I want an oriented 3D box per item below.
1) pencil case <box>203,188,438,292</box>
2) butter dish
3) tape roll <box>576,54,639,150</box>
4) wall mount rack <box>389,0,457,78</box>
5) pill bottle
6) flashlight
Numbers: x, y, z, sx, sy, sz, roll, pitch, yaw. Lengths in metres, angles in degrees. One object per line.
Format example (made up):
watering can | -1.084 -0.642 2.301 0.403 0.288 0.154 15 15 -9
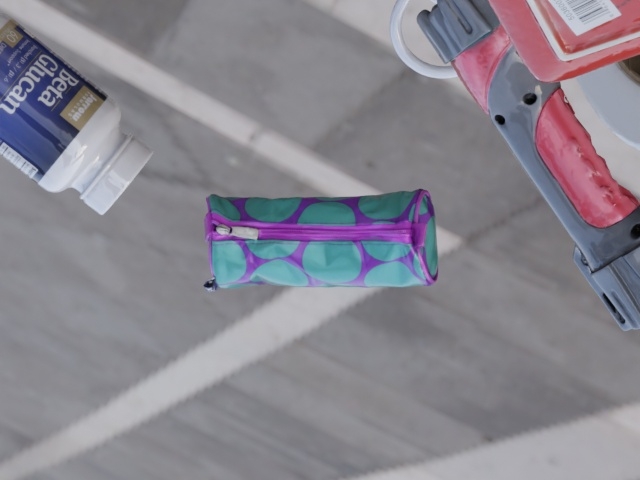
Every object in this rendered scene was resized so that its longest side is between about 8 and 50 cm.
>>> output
pencil case | 0.000 0.000 1.246 0.151 0.065 0.070 -2 170 13
butter dish | 0.191 -0.210 1.327 0.159 0.118 0.160 -18 135 19
tape roll | 0.339 -0.205 1.637 0.169 0.246 0.246 -14 -179 -27
wall mount rack | 0.149 -0.358 2.003 0.304 0.350 0.130 30 -155 -6
pill bottle | -0.223 -0.099 1.578 0.169 0.094 0.094 39 161 -8
flashlight | 0.200 -0.080 1.520 0.304 0.103 0.103 55 176 1
